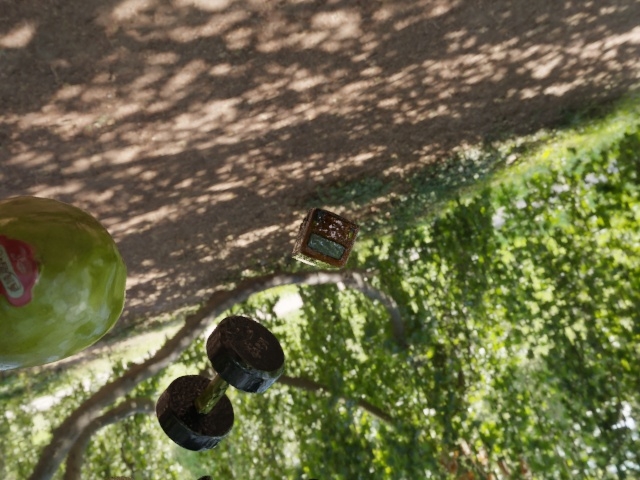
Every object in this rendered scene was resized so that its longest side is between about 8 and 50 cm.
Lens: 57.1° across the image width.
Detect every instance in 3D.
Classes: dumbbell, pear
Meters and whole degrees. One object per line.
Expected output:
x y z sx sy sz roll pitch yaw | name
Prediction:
-0.253 0.363 1.496 0.322 0.204 0.204 -50 159 22 | dumbbell
-0.504 0.087 0.987 0.375 0.287 0.287 -38 170 -1 | pear

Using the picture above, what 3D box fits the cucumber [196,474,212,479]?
-0.337 0.669 1.454 0.215 0.052 0.058 -47 151 -38 | cucumber

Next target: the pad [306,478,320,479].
-0.079 0.602 1.147 0.267 0.181 0.004 -24 167 -10 | pad

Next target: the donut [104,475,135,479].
-0.530 0.718 1.591 0.068 0.174 0.174 -56 163 9 | donut

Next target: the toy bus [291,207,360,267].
0.000 0.000 1.114 0.093 0.092 0.409 20 176 -3 | toy bus
